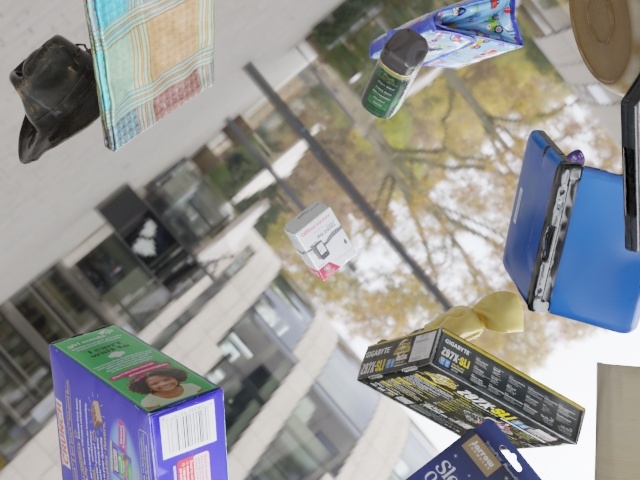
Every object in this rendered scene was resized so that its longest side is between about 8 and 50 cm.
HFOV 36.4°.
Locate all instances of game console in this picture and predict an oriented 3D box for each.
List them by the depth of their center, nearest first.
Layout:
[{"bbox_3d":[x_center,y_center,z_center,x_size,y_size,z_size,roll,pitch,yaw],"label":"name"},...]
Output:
[{"bbox_3d":[0.458,-0.018,1.712,0.250,0.173,0.293,-107,-160,-59],"label":"game console"}]

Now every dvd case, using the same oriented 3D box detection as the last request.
[{"bbox_3d":[0.413,-0.128,1.182,0.022,0.253,0.180,20,-122,32],"label":"dvd case"}]

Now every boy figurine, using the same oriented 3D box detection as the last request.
[{"bbox_3d":[0.255,0.179,1.883,0.285,0.092,0.177,-21,174,6],"label":"boy figurine"}]

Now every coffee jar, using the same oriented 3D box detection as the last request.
[{"bbox_3d":[0.144,-0.324,1.890,0.096,0.079,0.184,-52,173,-29],"label":"coffee jar"}]

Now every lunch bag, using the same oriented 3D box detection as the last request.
[{"bbox_3d":[0.264,-0.466,2.168,0.293,0.138,0.221,-10,-179,-35],"label":"lunch bag"}]

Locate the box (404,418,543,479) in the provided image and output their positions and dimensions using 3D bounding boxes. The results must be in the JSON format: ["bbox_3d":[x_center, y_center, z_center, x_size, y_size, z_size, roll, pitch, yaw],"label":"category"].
[{"bbox_3d":[0.203,0.370,1.402,0.225,0.136,0.036,-35,161,-12],"label":"box"}]

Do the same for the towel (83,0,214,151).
[{"bbox_3d":[-0.259,-0.343,1.550,0.271,0.040,0.370,-42,152,-35],"label":"towel"}]

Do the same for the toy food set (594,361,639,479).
[{"bbox_3d":[0.564,0.304,1.475,0.306,0.219,0.092,0,175,32],"label":"toy food set"}]

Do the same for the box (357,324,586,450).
[{"bbox_3d":[0.261,0.272,1.728,0.257,0.322,0.079,-30,-146,59],"label":"box"}]

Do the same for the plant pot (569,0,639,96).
[{"bbox_3d":[0.397,-0.310,1.345,0.032,0.236,0.236,-15,-176,-6],"label":"plant pot"}]

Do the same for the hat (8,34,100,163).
[{"bbox_3d":[-0.535,-0.318,1.934,0.331,0.134,0.331,-26,-141,24],"label":"hat"}]

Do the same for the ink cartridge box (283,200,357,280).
[{"bbox_3d":[0.000,0.000,2.280,0.109,0.150,0.063,-39,-150,-13],"label":"ink cartridge box"}]

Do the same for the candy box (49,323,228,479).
[{"bbox_3d":[-0.259,0.294,1.374,0.122,0.268,0.317,-14,-160,-37],"label":"candy box"}]

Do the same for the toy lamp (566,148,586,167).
[{"bbox_3d":[0.673,-0.104,2.260,0.080,0.274,0.080,-28,147,-20],"label":"toy lamp"}]
